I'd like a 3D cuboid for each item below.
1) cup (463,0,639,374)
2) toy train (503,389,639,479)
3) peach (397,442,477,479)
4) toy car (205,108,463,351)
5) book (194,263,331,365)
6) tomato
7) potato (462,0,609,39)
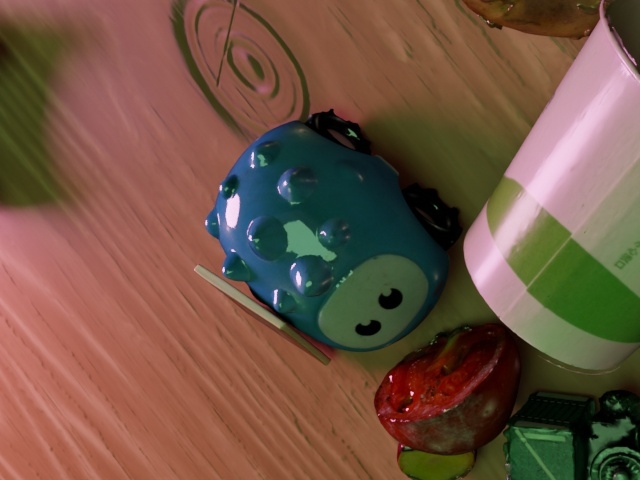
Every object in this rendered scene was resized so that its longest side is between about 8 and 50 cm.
[{"bbox_3d":[0.269,-0.043,1.072,0.253,0.253,0.274,44,125,11],"label":"cup"},{"bbox_3d":[0.261,0.275,1.224,0.154,0.115,0.269,2,105,21],"label":"toy train"},{"bbox_3d":[0.125,0.216,1.315,0.077,0.050,0.083,33,128,-9],"label":"peach"},{"bbox_3d":[0.000,0.000,1.245,0.255,0.190,0.188,44,117,9],"label":"toy car"},{"bbox_3d":[-0.058,0.080,1.312,0.118,0.172,0.012,33,84,22],"label":"book"},{"bbox_3d":[0.138,0.159,1.255,0.159,0.139,0.091,-19,117,34],"label":"tomato"},{"bbox_3d":[0.205,-0.249,1.113,0.176,0.137,0.137,12,110,2],"label":"potato"}]
